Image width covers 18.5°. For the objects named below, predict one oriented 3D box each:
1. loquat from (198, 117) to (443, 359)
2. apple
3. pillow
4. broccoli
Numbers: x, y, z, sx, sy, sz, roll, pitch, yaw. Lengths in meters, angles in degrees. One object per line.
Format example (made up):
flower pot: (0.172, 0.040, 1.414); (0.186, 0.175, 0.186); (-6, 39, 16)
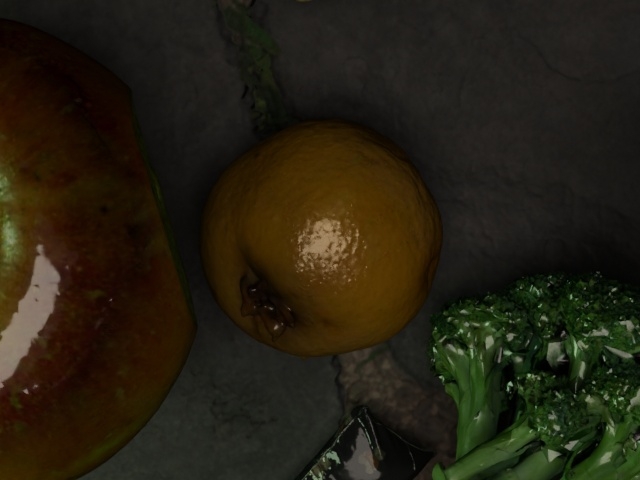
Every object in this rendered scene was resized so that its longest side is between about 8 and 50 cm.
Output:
loquat: (0.000, 0.000, 1.651); (0.208, 0.208, 0.208); (0, 105, -1)
apple: (-0.263, 0.021, 1.589); (0.374, 0.374, 0.384); (15, 81, -4)
pillow: (0.024, 0.220, 1.785); (0.090, 0.048, 0.150); (40, 105, -2)
broccoli: (0.205, 0.166, 1.665); (0.275, 0.308, 0.308); (-29, 106, -28)
